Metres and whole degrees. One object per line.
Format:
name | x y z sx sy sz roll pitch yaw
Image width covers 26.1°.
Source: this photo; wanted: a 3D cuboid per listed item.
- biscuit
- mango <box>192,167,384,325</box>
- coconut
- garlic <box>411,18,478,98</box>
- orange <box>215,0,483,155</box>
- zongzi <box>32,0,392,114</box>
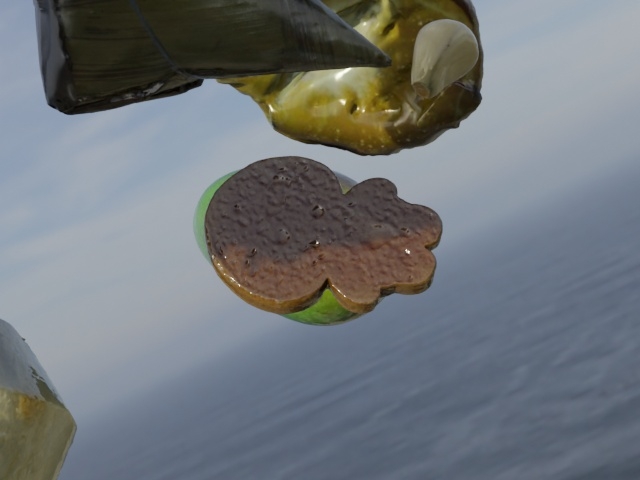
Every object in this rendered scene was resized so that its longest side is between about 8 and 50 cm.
biscuit | 0.000 0.000 1.016 0.175 0.124 0.026 10 -24 5
mango | -0.040 0.003 1.887 0.382 0.225 0.201 6 62 51
coconut | -0.426 0.212 1.499 0.323 0.323 0.323 -26 -1 0
garlic | 0.096 -0.146 1.086 0.041 0.053 0.083 17 39 26
orange | 0.004 -0.260 1.533 0.271 0.368 0.210 -43 26 15
zongzi | -0.096 -0.249 1.092 0.300 0.286 0.138 3 26 16
